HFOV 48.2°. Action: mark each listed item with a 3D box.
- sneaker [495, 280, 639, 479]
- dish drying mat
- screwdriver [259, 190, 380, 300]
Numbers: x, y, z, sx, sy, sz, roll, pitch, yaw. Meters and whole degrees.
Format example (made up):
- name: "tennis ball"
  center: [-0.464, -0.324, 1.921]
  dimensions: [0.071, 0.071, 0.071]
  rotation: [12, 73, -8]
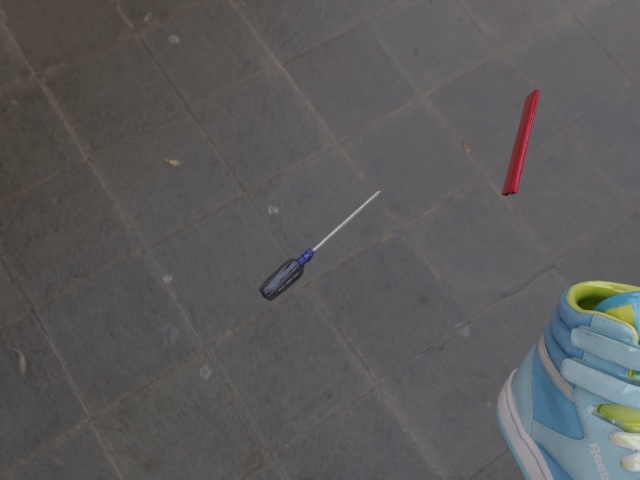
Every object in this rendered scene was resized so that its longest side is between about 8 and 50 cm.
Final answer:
- name: "sneaker"
  center: [0.244, 0.156, 0.515]
  dimensions: [0.127, 0.208, 0.319]
  rotation: [-4, 37, -19]
- name: "dish drying mat"
  center: [0.162, -0.078, 0.577]
  dimensions: [0.008, 0.032, 0.083]
  rotation: [14, 89, 2]
- name: "screwdriver"
  center: [0.000, 0.000, 0.758]
  dimensions: [0.170, 0.024, 0.025]
  rotation: [-46, 103, -8]
